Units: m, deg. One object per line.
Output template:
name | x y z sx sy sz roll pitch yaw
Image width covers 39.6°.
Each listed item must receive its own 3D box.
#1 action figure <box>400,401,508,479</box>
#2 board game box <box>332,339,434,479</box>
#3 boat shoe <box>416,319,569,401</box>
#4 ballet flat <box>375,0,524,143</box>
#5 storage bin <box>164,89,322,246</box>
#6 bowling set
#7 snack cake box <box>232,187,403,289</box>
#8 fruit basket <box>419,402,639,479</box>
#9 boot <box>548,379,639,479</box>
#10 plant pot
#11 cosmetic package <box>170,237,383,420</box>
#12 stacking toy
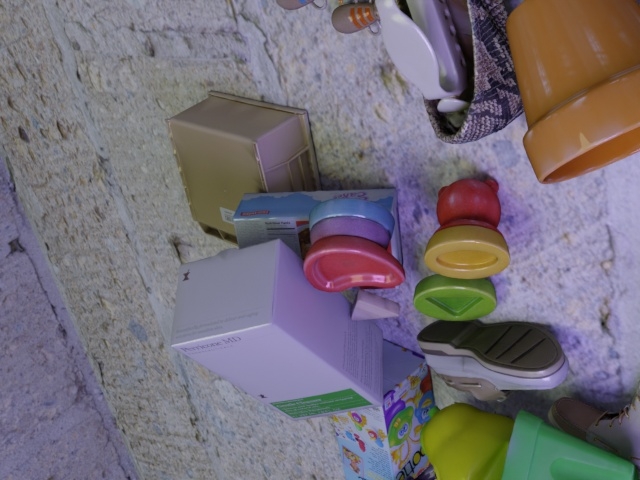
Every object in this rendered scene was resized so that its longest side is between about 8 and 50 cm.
action figure | 0.235 0.408 1.561 0.185 0.099 0.285 44 104 12
board game box | 0.124 0.345 1.690 0.144 0.142 0.275 19 132 40
boat shoe | 0.281 0.196 1.414 0.302 0.113 0.103 8 126 60
ballet flat | 0.125 -0.340 1.079 0.164 0.182 0.483 2 119 51
storage bin | -0.133 -0.116 1.636 0.262 0.123 0.260 19 132 41
bowling set | -0.008 -0.385 1.201 0.154 0.200 0.287 1 123 49
snack cake box | 0.000 0.000 1.485 0.264 0.089 0.152 -1 122 11
fruit basket | 0.299 0.404 1.357 0.392 0.283 0.392 16 156 7
boot | 0.442 0.253 1.288 0.213 0.077 0.165 29 137 30
plant pot | 0.304 -0.190 0.996 0.205 0.205 0.188 -36 73 56
cosmetic package | -0.058 0.160 1.471 0.197 0.155 0.365 -16 146 27
stacking toy | 0.140 0.013 1.375 0.309 0.130 0.279 -2 152 15
